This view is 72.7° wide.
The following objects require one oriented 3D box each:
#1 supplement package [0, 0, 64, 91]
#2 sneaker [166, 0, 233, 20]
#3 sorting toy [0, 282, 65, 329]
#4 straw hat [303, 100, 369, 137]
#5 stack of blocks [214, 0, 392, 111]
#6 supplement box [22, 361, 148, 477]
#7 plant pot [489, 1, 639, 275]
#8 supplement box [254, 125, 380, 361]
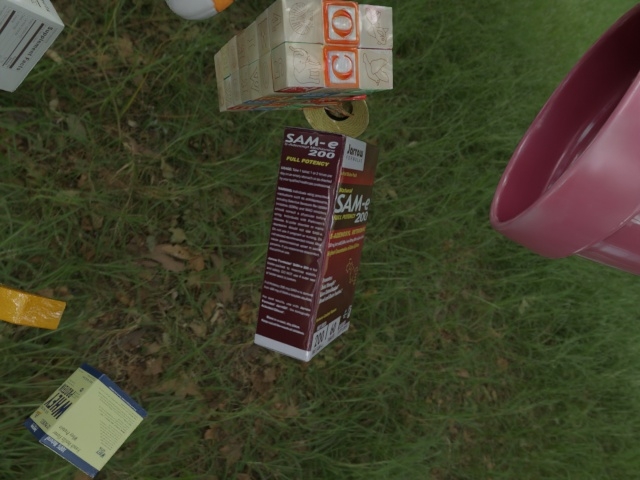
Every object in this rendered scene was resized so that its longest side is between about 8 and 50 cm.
[{"bbox_3d":[-0.459,-0.292,0.487,0.139,0.134,0.244,59,20,12],"label":"supplement package"},{"bbox_3d":[-0.156,-0.294,0.329,0.124,0.321,0.180,-46,137,-5],"label":"sneaker"},{"bbox_3d":[-0.338,0.016,0.280,0.229,0.307,0.041,42,60,-62],"label":"sorting toy"},{"bbox_3d":[0.039,-0.277,0.874,0.144,0.144,0.061,36,54,-25],"label":"straw hat"},{"bbox_3d":[-0.023,-0.232,0.588,0.171,0.297,0.087,-9,105,-24],"label":"stack of blocks"},{"bbox_3d":[-0.264,0.203,0.496,0.083,0.056,0.083,-52,129,-33],"label":"supplement box"},{"bbox_3d":[0.268,-0.051,0.343,0.180,0.201,0.201,30,50,4],"label":"plant pot"},{"bbox_3d":[0.000,0.000,0.506,0.130,0.073,0.239,-14,115,-66],"label":"supplement box"}]
